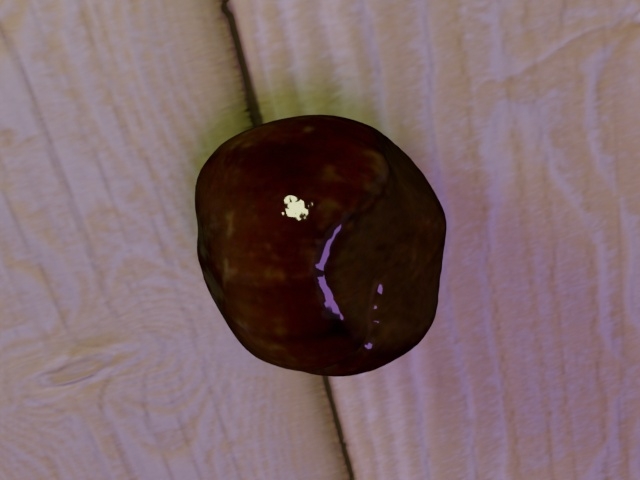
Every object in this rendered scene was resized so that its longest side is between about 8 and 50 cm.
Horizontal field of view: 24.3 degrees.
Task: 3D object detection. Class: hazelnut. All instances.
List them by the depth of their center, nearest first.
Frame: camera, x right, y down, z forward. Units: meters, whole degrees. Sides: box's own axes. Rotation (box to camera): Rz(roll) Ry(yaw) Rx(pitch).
[{"bbox_3d":[0.000,0.000,1.265,0.218,0.218,0.233,-16,115,-8],"label":"hazelnut"}]
